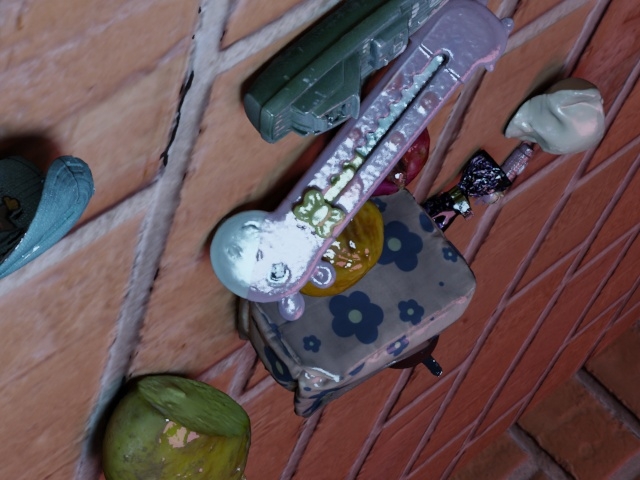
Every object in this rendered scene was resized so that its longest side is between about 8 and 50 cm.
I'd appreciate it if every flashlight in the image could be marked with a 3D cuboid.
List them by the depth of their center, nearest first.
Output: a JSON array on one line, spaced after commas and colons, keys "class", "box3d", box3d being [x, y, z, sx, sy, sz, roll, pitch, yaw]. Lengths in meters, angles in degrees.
[{"class": "flashlight", "box3d": [0.257, -0.087, 2.403, 0.110, 0.031, 0.052, -50, 162, 15]}]

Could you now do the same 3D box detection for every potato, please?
[{"class": "potato", "box3d": [-0.162, 0.241, 1.984, 0.176, 0.141, 0.298, -52, 165, -12]}]

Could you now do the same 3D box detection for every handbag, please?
[{"class": "handbag", "box3d": [0.029, 0.080, 2.000, 0.251, 0.190, 0.193, -31, 161, -22]}]

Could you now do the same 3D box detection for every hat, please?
[{"class": "hat", "box3d": [-0.241, -0.020, 1.314, 0.138, 0.078, 0.191, -39, -177, 5]}]

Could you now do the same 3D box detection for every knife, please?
[{"class": "knife", "box3d": [0.046, -0.094, 1.768, 0.399, 0.132, 0.038, -51, -163, -1]}]

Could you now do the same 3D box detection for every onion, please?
[{"class": "onion", "box3d": [0.066, -0.093, 1.835, 0.107, 0.097, 0.107, -22, 141, -19]}]

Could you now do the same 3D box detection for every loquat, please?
[{"class": "loquat", "box3d": [0.000, 0.000, 1.853, 0.137, 0.113, 0.137, -8, 165, -2]}]

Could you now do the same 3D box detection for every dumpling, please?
[{"class": "dumpling", "box3d": [0.305, -0.160, 2.280, 0.134, 0.100, 0.169, -9, -175, 3]}]

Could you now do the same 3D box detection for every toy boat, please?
[{"class": "toy boat", "box3d": [0.044, -0.178, 1.593, 0.260, 0.085, 0.078, -40, 162, -19]}]

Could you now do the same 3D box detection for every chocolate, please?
[{"class": "chocolate", "box3d": [0.181, -0.049, 2.265, 0.147, 0.070, 0.072, -48, 135, 4]}]

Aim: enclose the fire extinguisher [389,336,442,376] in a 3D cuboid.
[{"class": "fire extinguisher", "box3d": [0.101, 0.111, 2.321, 0.114, 0.135, 0.337, -40, 164, 0]}]
